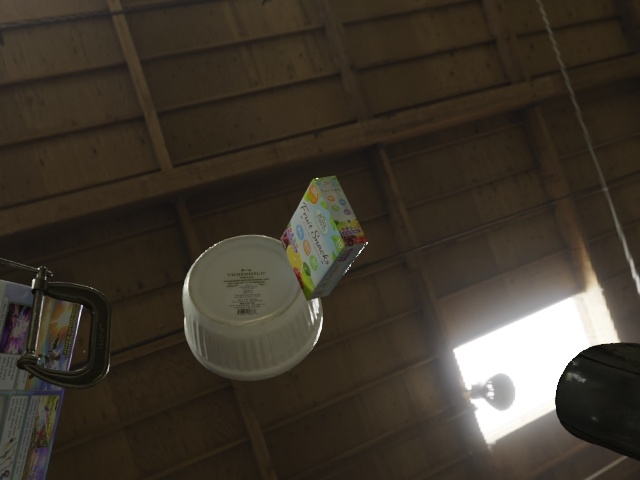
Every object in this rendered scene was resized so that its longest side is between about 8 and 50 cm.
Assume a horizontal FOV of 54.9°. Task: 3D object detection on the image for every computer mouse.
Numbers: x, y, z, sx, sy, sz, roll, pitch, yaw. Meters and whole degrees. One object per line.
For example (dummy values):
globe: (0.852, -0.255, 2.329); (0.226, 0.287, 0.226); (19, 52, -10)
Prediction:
computer mouse: (0.337, 0.114, 0.494); (0.262, 0.060, 0.184); (16, -80, -3)

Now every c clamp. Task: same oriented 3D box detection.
c clamp: (-0.305, 0.096, 0.699); (0.137, 0.022, 0.160); (14, -137, -36)

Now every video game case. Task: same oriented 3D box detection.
video game case: (-0.394, 0.177, 0.697); (0.061, 0.244, 0.269); (4, -103, 17)

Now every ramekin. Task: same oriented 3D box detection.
ramekin: (-0.101, 0.087, 0.896); (0.207, 0.109, 0.207); (-1, -130, 1)

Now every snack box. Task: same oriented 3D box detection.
snack box: (0.000, 0.000, 0.785); (0.037, 0.141, 0.100); (-12, -116, -30)
